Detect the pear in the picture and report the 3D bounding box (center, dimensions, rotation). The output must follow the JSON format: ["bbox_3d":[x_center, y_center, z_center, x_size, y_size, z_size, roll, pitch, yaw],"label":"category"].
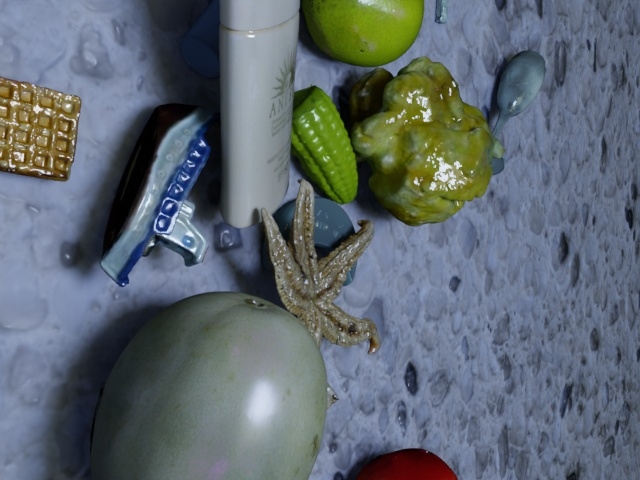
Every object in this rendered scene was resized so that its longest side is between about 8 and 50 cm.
[{"bbox_3d":[0.063,-0.365,0.949,0.219,0.187,0.187,17,81,-55],"label":"pear"}]

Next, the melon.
[{"bbox_3d":[-0.133,0.225,0.738,0.268,0.268,0.330,13,100,-45],"label":"melon"}]

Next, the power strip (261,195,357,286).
[{"bbox_3d":[0.000,0.000,1.012,0.216,0.044,0.137,12,84,-45],"label":"power strip"}]

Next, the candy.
[{"bbox_3d":[0.005,-0.138,0.976,0.097,0.096,0.209,-54,133,-28],"label":"candy"}]

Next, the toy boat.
[{"bbox_3d":[-0.180,-0.057,0.768,0.115,0.114,0.262,26,66,-32],"label":"toy boat"}]

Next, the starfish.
[{"bbox_3d":[0.004,0.087,0.917,0.375,0.094,0.327,39,47,-52],"label":"starfish"}]

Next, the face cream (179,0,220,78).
[{"bbox_3d":[-0.072,-0.380,0.886,0.385,0.086,0.135,-61,141,-28],"label":"face cream"}]

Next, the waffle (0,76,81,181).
[{"bbox_3d":[-0.336,-0.122,0.660,0.148,0.042,0.102,8,86,-46],"label":"waffle"}]

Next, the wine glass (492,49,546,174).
[{"bbox_3d":[0.368,-0.342,1.327,0.264,0.096,0.309,50,59,-35],"label":"wine glass"}]

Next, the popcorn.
[{"bbox_3d":[0.163,-0.157,1.041,0.276,0.225,0.276,44,21,-22],"label":"popcorn"}]

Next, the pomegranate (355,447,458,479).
[{"bbox_3d":[0.154,0.481,1.095,0.210,0.210,0.235,-27,136,-41],"label":"pomegranate"}]

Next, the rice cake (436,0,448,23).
[{"bbox_3d":[0.246,-0.494,1.242,0.022,0.021,0.121,4,91,-36],"label":"rice cake"}]

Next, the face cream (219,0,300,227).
[{"bbox_3d":[-0.077,-0.200,0.783,0.173,0.081,0.348,-63,163,-54],"label":"face cream"}]
